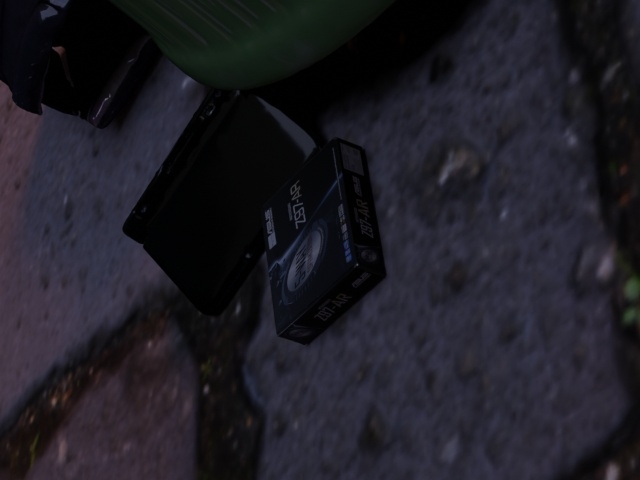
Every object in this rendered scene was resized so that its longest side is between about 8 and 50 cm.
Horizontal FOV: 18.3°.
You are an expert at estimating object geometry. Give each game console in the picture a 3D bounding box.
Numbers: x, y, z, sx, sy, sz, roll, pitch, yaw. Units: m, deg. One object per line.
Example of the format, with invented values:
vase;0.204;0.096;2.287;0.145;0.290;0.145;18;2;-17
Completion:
game console;-0.048;-0.038;1.096;0.122;0.071;0.107;-55;5;22

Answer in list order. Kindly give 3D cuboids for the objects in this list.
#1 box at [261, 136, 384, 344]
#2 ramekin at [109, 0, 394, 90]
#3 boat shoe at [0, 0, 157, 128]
box;0.000;0.000;0.994;0.067;0.018;0.083;-42;42;37
ramekin;-0.037;-0.243;1.020;0.303;0.148;0.303;-35;38;34
boat shoe;-0.117;-0.229;1.222;0.158;0.127;0.340;51;124;47
